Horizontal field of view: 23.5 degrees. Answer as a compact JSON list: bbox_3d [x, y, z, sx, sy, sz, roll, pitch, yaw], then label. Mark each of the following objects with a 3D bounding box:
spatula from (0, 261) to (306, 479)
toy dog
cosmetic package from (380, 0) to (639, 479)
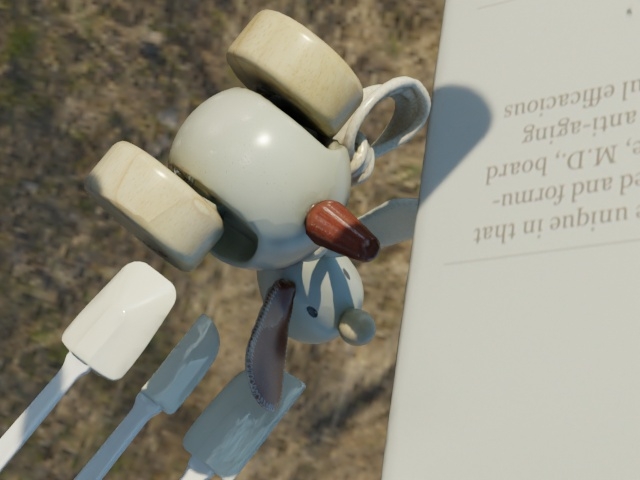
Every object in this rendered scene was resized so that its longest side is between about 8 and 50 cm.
[{"bbox_3d":[-0.147,0.145,1.046,0.242,0.168,0.019,-51,162,-10],"label":"spatula"},{"bbox_3d":[0.000,0.000,0.968,0.220,0.161,0.334,-55,154,10],"label":"toy dog"},{"bbox_3d":[0.269,0.005,0.799,0.329,0.327,0.393,30,61,-45],"label":"cosmetic package"}]
